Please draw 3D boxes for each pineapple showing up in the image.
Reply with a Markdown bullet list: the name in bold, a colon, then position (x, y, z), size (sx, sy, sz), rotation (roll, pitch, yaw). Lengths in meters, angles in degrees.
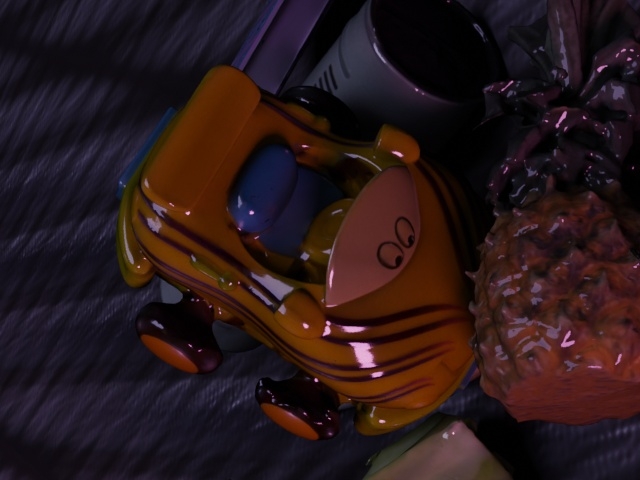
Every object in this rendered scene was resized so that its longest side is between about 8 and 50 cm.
- **pineapple**: position (0.142, -0.025, 0.874), size (0.128, 0.128, 0.248), rotation (-30, 54, 53)

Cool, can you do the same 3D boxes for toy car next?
- **toy car**: position (0.000, 0.000, 0.922), size (0.200, 0.247, 0.142), rotation (-62, 2, -20)

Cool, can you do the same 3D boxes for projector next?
- **projector**: position (-0.004, -0.043, 1.122), size (0.337, 0.108, 0.108), rotation (-49, 45, 44)

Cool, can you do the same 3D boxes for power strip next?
- **power strip**: position (-0.056, -0.113, 1.165), size (0.279, 0.037, 0.109), rotation (-61, 11, -18)

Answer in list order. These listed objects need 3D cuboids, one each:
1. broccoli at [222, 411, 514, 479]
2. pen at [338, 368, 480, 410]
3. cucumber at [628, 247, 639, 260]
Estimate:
- **broccoli**: position (-0.002, 0.264, 0.978), size (0.375, 0.301, 0.249), rotation (172, 80, -86)
- **pen**: position (0.050, 0.097, 1.084), size (0.233, 0.032, 0.040), rotation (-29, 84, 56)
- **cucumber**: position (0.208, 0.064, 0.761), size (0.039, 0.043, 0.163), rotation (-36, 79, 9)
